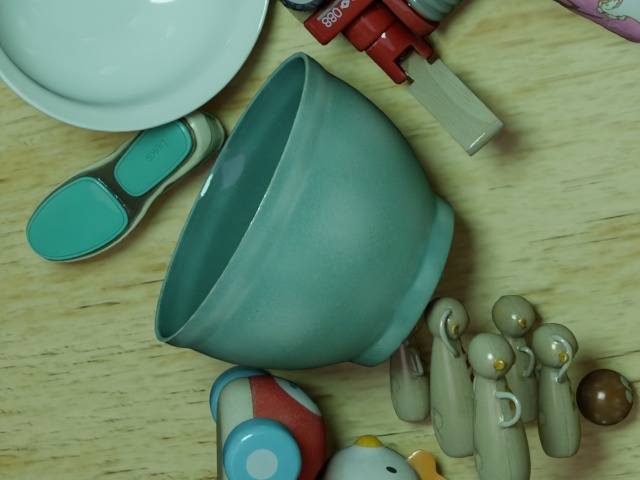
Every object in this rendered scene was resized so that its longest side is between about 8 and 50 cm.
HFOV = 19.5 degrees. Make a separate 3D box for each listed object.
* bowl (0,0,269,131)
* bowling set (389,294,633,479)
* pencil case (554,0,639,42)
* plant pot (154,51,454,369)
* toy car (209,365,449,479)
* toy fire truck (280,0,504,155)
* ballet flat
[{"bbox_3d":[-0.207,-0.256,1.766,0.298,0.134,0.298,-5,102,-23],"label":"bowl"},{"bbox_3d":[0.183,0.110,1.724,0.200,0.287,0.154,-14,108,-19],"label":"bowling set"},{"bbox_3d":[0.161,-0.315,1.539,0.386,0.160,0.167,26,82,-18],"label":"pencil case"},{"bbox_3d":[0.000,0.000,1.716,0.196,0.293,0.293,26,113,-14],"label":"plant pot"},{"bbox_3d":[0.016,0.232,1.812,0.238,0.219,0.210,-1,102,-8],"label":"toy car"},{"bbox_3d":[0.103,-0.220,1.686,0.217,0.158,0.246,-41,97,24],"label":"toy fire truck"},{"bbox_3d":[-0.192,-0.058,1.867,0.248,0.086,0.086,-32,89,30],"label":"ballet flat"}]
